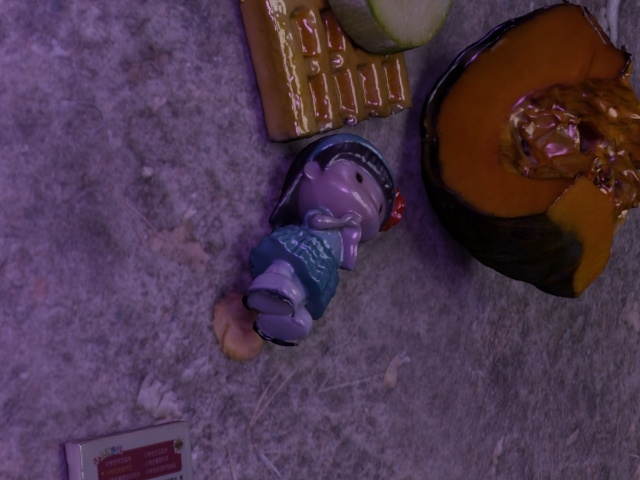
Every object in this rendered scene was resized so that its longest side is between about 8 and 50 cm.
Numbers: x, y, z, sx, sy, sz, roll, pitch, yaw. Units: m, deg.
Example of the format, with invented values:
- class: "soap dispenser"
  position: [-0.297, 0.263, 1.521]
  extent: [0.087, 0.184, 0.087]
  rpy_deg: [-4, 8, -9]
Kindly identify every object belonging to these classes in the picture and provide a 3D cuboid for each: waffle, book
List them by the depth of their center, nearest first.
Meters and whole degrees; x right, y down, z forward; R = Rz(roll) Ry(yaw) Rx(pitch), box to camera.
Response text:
- class: "book"
  position: [-0.161, 0.284, 1.543]
  extent: [0.162, 0.022, 0.232]
  rpy_deg: [-3, 88, -59]
- class: "waffle"
  position: [0.004, -0.227, 1.839]
  extent: [0.248, 0.055, 0.221]
  rpy_deg: [-20, 101, -56]

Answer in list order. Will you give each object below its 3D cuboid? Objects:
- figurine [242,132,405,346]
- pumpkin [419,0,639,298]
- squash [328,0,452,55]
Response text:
- class: "figurine"
  position: [0.000, 0.000, 1.760]
  extent: [0.245, 0.110, 0.138]
  rpy_deg: [-60, 142, -37]
- class: "pumpkin"
  position: [0.257, -0.103, 2.026]
  extent: [0.303, 0.256, 0.225]
  rpy_deg: [-54, 137, -15]
- class: "squash"
  position: [0.076, -0.323, 1.869]
  extent: [0.252, 0.049, 0.252]
  rpy_deg: [15, 72, -56]
